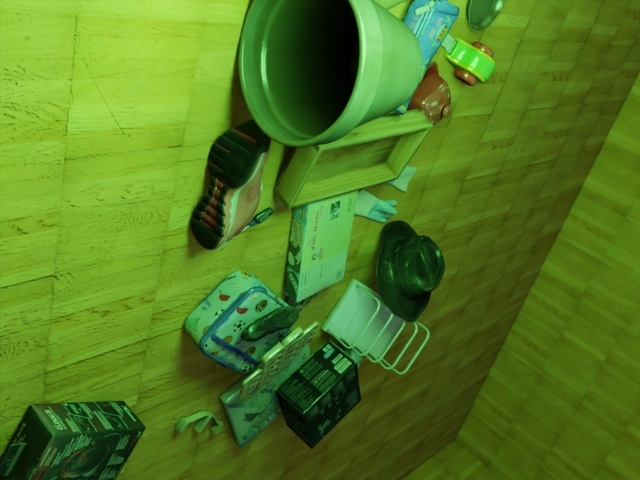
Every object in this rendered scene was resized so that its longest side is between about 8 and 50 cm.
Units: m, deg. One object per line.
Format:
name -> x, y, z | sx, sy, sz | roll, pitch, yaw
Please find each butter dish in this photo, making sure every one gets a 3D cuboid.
butter dish -> 0.304, -0.372, 1.828 | 0.160, 0.118, 0.160 | -44, 148, -16

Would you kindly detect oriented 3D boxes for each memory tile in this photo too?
memory tile -> -0.037, 0.148, 1.980 | 0.148, 0.012, 0.113 | -45, 147, -13

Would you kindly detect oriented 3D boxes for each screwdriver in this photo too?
screwdriver -> -0.182, -0.029, 1.616 | 0.170, 0.024, 0.025 | -37, 174, -22

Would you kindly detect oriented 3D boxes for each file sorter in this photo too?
file sorter -> 0.188, 0.290, 2.167 | 0.277, 0.173, 0.193 | 32, 92, -36

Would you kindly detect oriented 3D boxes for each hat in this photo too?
hat -> 0.312, 0.087, 2.113 | 0.331, 0.133, 0.332 | 19, 66, -48

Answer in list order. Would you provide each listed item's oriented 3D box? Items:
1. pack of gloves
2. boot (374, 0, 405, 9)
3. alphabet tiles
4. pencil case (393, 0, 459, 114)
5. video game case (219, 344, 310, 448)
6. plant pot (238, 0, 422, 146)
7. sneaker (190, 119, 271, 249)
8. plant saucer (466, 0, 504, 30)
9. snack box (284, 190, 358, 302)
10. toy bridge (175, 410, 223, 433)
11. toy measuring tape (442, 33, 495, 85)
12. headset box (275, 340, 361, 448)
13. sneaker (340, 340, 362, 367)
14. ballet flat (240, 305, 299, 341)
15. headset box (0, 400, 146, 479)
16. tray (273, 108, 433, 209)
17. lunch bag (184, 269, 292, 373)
pack of gloves -> 0.201, -0.141, 1.985 | 0.232, 0.046, 0.195 | 10, 113, -56
boot -> 0.101, -0.458, 1.519 | 0.236, 0.089, 0.270 | -13, 131, -30
alphabet tiles -> -0.120, 0.335, 1.892 | 0.278, 0.021, 0.284 | -37, 164, -24
pencil case -> 0.221, -0.460, 1.630 | 0.306, 0.119, 0.133 | -62, 169, 14
video game case -> -0.156, 0.472, 2.113 | 0.329, 0.036, 0.300 | -37, 144, -25
plant pot -> 0.046, -0.352, 1.316 | 0.280, 0.323, 0.323 | -13, 130, -46
sneaker -> -0.179, -0.128, 1.468 | 0.136, 0.116, 0.314 | -19, 142, -57
plant saucer -> 0.448, -0.657, 1.828 | 0.168, 0.029, 0.168 | -33, 142, -30
snack box -> 0.000, 0.000, 1.833 | 0.187, 0.060, 0.322 | -24, 135, -39
toy bridge -> -0.337, 0.522, 1.934 | 0.063, 0.026, 0.188 | -57, 148, 3
toy measuring tape -> 0.399, -0.505, 1.829 | 0.330, 0.121, 0.121 | 18, 105, -57
headset box -> 0.002, 0.512, 2.201 | 0.246, 0.131, 0.283 | -40, 146, -23
sneaker -> 0.138, 0.393, 2.356 | 0.151, 0.094, 0.256 | -12, 127, -38
ballet flat -> -0.126, 0.206, 1.690 | 0.173, 0.049, 0.058 | -19, 91, -37
headset box -> -0.574, 0.480, 1.505 | 0.293, 0.110, 0.218 | 17, 106, -57
tray -> 0.088, -0.212, 1.687 | 0.410, 0.076, 0.203 | -19, 151, -41
lunch bag -> -0.203, 0.224, 1.747 | 0.243, 0.115, 0.303 | -48, 147, -6
